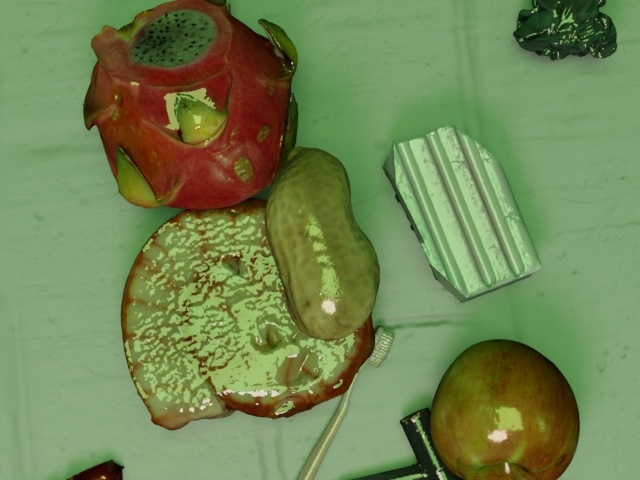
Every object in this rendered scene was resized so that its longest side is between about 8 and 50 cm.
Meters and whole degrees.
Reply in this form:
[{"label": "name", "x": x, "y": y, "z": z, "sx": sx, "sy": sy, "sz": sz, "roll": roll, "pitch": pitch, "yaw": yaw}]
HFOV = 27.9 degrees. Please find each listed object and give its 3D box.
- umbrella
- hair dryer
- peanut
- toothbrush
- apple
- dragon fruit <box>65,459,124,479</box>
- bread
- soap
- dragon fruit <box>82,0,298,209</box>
[{"label": "umbrella", "x": 0.372, "y": -0.411, "z": 1.775, "sx": 0.143, "sy": 0.094, "sz": 0.349, "roll": 14, "pitch": 81, "yaw": 8}, {"label": "hair dryer", "x": 0.094, "y": 0.340, "z": 1.707, "sx": 0.195, "sy": 0.050, "sz": 0.173, "roll": -26, "pitch": 83, "yaw": 1}, {"label": "peanut", "x": 0.000, "y": 0.000, "z": 1.602, "sx": 0.122, "sy": 0.137, "sz": 0.253, "roll": -24, "pitch": 79, "yaw": 35}, {"label": "toothbrush", "x": 0.019, "y": 0.254, "z": 1.724, "sx": 0.029, "sy": 0.025, "sz": 0.307, "roll": 29, "pitch": 83, "yaw": -5}, {"label": "apple", "x": 0.235, "y": 0.222, "z": 1.649, "sx": 0.196, "sy": 0.196, "sz": 0.196, "roll": 0, "pitch": 83, "yaw": 0}, {"label": "dragon fruit", "x": -0.325, "y": 0.342, "z": 1.690, "sx": 0.131, "sy": 0.063, "sz": 0.097, "roll": -5, "pitch": 83, "yaw": -1}, {"label": "bread", "x": -0.097, "y": 0.091, "z": 1.699, "sx": 0.327, "sy": 0.114, "sz": 0.295, "roll": -6, "pitch": 80, "yaw": -1}, {"label": "soap", "x": 0.184, "y": -0.038, "z": 1.730, "sx": 0.145, "sy": 0.091, "sz": 0.230, "roll": -20, "pitch": 83, "yaw": -6}, {"label": "dragon fruit", "x": -0.167, "y": -0.198, "z": 1.667, "sx": 0.290, "sy": 0.189, "sz": 0.291, "roll": 0, "pitch": 55, "yaw": 1}]
